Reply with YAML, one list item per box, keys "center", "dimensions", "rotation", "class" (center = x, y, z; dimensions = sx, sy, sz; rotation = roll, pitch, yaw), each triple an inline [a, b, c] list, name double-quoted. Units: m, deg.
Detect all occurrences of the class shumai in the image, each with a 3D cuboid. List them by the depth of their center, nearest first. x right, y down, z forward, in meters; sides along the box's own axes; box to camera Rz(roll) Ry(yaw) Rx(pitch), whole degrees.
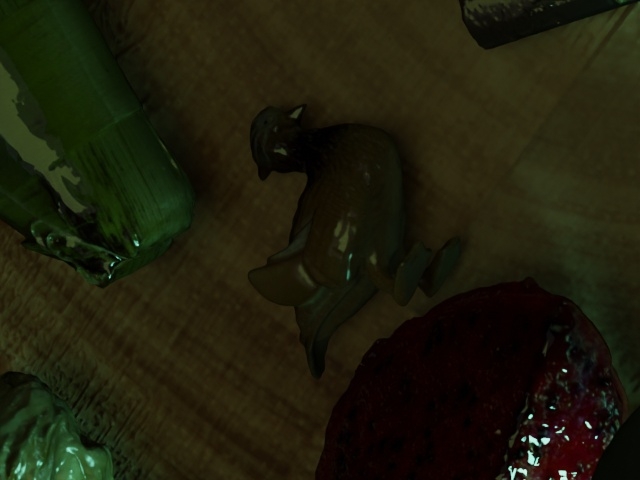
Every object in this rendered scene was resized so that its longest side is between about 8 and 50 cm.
- center: [-0.209, 0.214, 1.259]
  dimensions: [0.153, 0.161, 0.209]
  rotation: [10, 83, -3]
  class: "shumai"

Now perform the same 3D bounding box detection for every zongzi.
- center: [-0.262, -0.065, 1.238]
  dimensions: [0.300, 0.145, 0.274]
  rotation: [-27, 95, 39]
  class: "zongzi"

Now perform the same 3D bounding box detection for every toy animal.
- center: [0.000, 0.000, 1.167]
  dimensions: [0.179, 0.089, 0.188]
  rotation: [32, 108, 24]
  class: "toy animal"

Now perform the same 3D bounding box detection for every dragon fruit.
- center: [0.104, 0.182, 1.134]
  dimensions: [0.205, 0.152, 0.317]
  rotation: [20, 88, 55]
  class: "dragon fruit"

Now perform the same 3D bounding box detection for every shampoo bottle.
- center: [0.208, -0.190, 1.063]
  dimensions: [0.236, 0.068, 0.067]
  rotation: [-17, 93, 24]
  class: "shampoo bottle"

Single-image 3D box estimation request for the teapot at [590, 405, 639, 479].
- center: [0.306, 0.168, 0.934]
  dimensions: [0.305, 0.362, 0.376]
  rotation: [49, 123, 2]
  class: "teapot"
